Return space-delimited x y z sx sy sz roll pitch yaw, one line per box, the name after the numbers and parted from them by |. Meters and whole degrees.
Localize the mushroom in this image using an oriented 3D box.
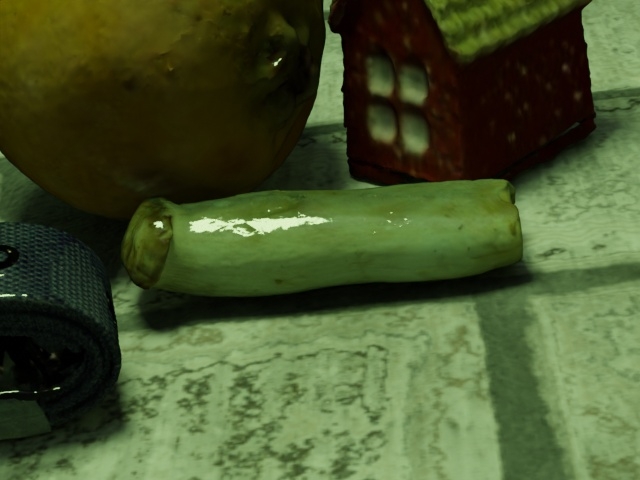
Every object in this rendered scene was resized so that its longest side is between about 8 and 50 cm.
0.000 0.000 1.202 0.312 0.081 0.100 -4 30 0 | mushroom

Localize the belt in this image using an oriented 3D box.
-0.253 0.076 1.065 0.231 0.139 0.126 -9 32 -6 | belt

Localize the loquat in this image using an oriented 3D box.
-0.145 -0.175 1.317 0.328 0.328 0.328 -7 27 3 | loquat

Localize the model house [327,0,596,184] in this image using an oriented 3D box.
0.124 -0.186 1.338 0.196 0.254 0.160 -30 38 -35 | model house
